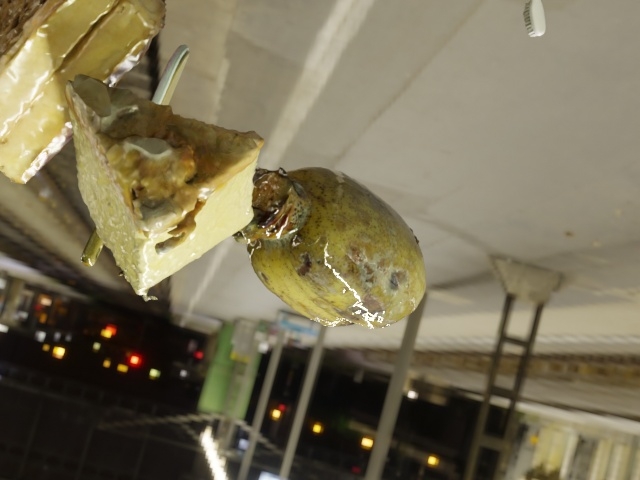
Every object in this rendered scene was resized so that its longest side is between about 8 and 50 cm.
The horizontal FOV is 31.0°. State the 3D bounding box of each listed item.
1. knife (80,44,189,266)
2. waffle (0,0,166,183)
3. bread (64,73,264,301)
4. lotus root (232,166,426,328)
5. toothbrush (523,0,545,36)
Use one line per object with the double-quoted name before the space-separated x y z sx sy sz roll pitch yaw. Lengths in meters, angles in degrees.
"knife" -0.239 -0.119 1.501 0.027 0.343 0.061 20 161 2
"waffle" -0.229 -0.209 1.040 0.091 0.213 0.308 35 -156 -27
"bread" -0.127 -0.052 0.879 0.152 0.127 0.147 44 153 15
"lotus root" 0.001 -0.002 1.153 0.154 0.154 0.278 9 163 44
"toothbrush" 0.235 -0.383 1.371 0.020 0.286 0.025 -7 179 -22
